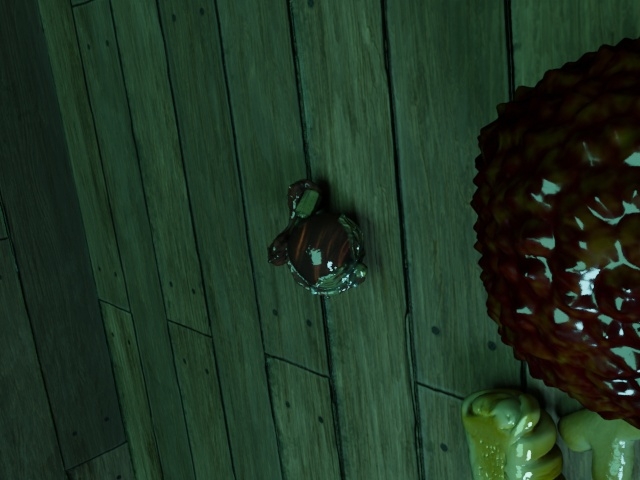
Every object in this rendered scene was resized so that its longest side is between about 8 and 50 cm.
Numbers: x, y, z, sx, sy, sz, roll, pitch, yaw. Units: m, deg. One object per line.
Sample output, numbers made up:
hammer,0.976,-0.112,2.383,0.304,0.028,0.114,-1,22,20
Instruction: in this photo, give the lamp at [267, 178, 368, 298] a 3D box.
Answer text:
lamp,0.002,-0.003,1.362,0.223,0.215,0.151,25,164,5

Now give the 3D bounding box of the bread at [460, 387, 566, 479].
bread,0.335,0.402,1.162,0.172,0.121,0.311,1,103,60

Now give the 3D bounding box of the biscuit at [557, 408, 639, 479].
biscuit,0.436,0.270,1.021,0.164,0.047,0.208,-122,36,-46

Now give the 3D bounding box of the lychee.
lychee,0.366,-0.002,0.724,0.500,0.424,0.425,-127,37,-54
